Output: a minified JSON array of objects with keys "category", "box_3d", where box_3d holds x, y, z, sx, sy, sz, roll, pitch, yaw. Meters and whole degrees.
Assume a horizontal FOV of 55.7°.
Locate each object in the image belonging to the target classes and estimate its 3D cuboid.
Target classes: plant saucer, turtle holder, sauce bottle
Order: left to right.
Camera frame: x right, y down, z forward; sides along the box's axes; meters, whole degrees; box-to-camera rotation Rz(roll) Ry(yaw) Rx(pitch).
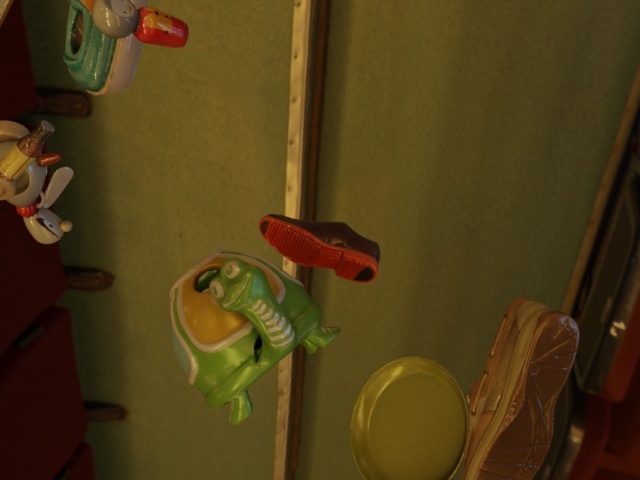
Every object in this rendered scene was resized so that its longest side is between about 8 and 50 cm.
[{"category":"sauce bottle","box_3d":[-0.509,-0.155,1.049,0.128,0.042,0.042,-40,108,15]},{"category":"turtle holder","box_3d":[-0.132,0.136,0.943,0.243,0.320,0.227,-41,85,7]},{"category":"plant saucer","box_3d":[0.156,0.324,1.051,0.241,0.241,0.037,-39,136,22]}]

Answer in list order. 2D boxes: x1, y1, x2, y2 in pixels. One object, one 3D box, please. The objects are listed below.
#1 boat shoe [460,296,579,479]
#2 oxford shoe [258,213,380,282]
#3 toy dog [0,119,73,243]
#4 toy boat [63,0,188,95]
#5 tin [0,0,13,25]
[{"category":"boat shoe","box_3d":[0.296,0.259,0.956,0.121,0.110,0.341,18,97,-25]},{"category":"oxford shoe","box_3d":[0.000,0.000,1.298,0.271,0.098,0.097,24,137,-7]},{"category":"toy dog","box_3d":[-0.589,-0.112,1.285,0.160,0.334,0.220,-2,80,-1]},{"category":"toy boat","box_3d":[-0.359,-0.378,1.034,0.148,0.318,0.268,2,105,-42]},{"category":"tin","box_3d":[-0.643,-0.438,1.123,0.106,0.040,0.190,23,102,-44]}]
